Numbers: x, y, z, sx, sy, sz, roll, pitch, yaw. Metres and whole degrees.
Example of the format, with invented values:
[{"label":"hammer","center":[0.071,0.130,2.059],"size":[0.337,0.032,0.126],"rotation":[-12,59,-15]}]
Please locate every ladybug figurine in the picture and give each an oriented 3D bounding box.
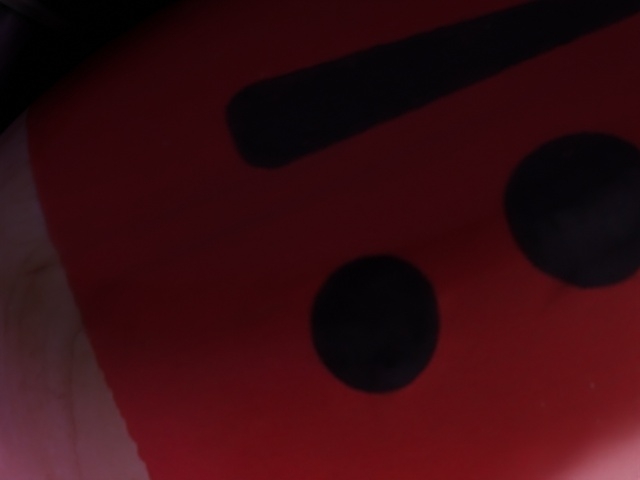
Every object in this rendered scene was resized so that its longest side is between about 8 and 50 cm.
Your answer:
[{"label":"ladybug figurine","center":[0.040,-0.014,0.719],"size":[0.449,0.305,0.162],"rotation":[-23,143,-3]}]
